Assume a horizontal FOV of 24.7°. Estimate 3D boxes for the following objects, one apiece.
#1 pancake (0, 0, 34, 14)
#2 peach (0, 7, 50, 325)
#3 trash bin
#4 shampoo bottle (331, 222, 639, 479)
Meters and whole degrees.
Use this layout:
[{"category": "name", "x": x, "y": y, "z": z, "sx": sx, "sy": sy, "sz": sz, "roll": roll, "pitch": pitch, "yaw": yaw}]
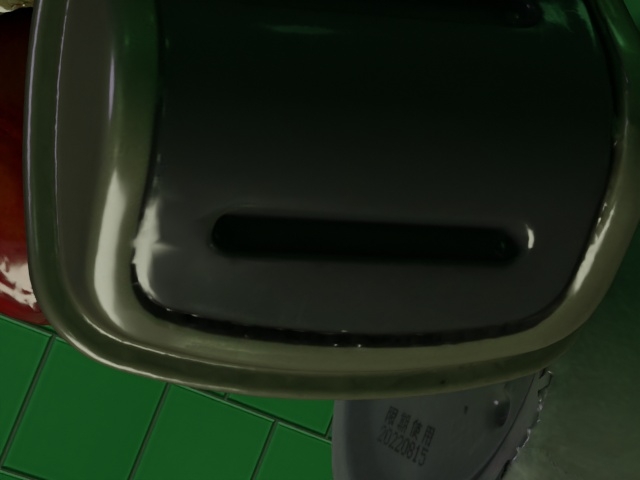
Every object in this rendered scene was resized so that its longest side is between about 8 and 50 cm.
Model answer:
[{"category": "pancake", "x": -0.260, "y": -0.129, "z": 0.664, "sx": 0.382, "sy": 0.071, "sz": 0.382, "roll": -5, "pitch": -174, "yaw": 0}, {"category": "peach", "x": -0.126, "y": -0.047, "z": 0.867, "sx": 0.226, "sy": 0.190, "sz": 0.196, "roll": 2, "pitch": -152, "yaw": -21}, {"category": "trash bin", "x": -0.014, "y": -0.035, "z": 0.571, "sx": 0.209, "sy": 0.182, "sz": 0.290, "roll": 2, "pitch": 179, "yaw": -16}, {"category": "shampoo bottle", "x": 0.165, "y": 0.083, "z": 0.689, "sx": 0.266, "sy": 0.273, "sz": 0.273, "roll": 19, "pitch": 175, "yaw": -19}]
